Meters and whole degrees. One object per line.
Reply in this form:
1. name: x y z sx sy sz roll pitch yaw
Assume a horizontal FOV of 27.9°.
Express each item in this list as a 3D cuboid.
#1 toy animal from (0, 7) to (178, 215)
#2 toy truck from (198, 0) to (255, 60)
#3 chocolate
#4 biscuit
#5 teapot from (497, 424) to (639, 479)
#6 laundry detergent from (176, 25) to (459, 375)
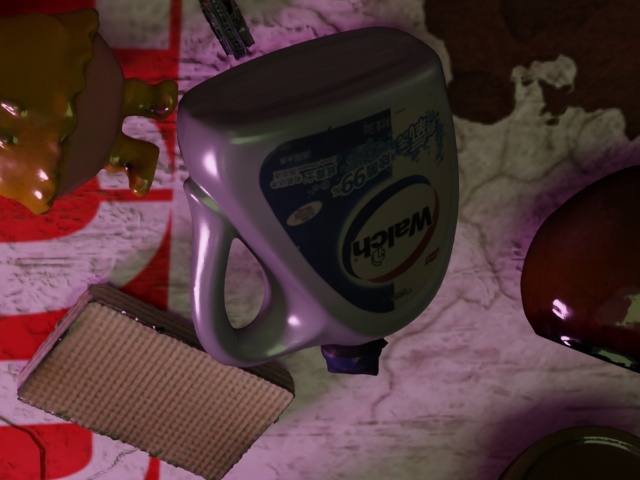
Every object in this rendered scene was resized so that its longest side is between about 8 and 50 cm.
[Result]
1. toy animal: -0.212 -0.097 0.838 0.230 0.156 0.156 17 119 -10
2. toy truck: -0.071 -0.162 0.880 0.024 0.032 0.083 -21 124 8
3. chocolate: 0.246 0.020 1.010 0.177 0.176 0.176 -6 125 -8
4. biscuit: -0.132 0.117 1.052 0.199 0.040 0.121 29 116 -26
5. teapot: 0.242 0.268 1.168 0.268 0.185 0.175 -37 164 -19
6. laundry detergent: 0.000 0.000 0.942 0.215 0.105 0.280 -22 131 -25
